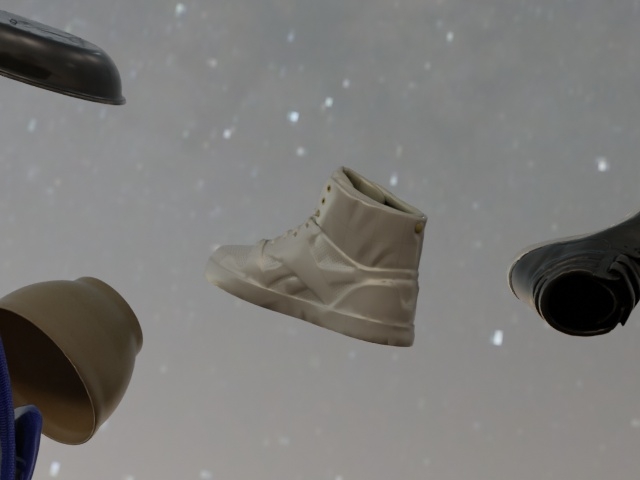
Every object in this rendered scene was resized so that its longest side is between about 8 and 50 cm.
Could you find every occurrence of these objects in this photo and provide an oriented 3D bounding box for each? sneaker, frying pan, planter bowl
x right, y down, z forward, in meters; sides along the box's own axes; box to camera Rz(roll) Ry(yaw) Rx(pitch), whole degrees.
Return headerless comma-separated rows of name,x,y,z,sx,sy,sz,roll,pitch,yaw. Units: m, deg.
sneaker,0.362,0.030,1.966,0.295,0.147,0.105,-19,-68,3
frying pan,-0.301,-0.181,1.514,0.326,0.053,0.197,26,11,35
planter bowl,-0.243,0.102,1.709,0.162,0.109,0.162,26,-42,27
sneaker,0.000,0.000,1.876,0.292,0.169,0.108,15,8,41

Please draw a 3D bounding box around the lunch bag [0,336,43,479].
lunch bag,-0.389,0.153,1.418,0.239,0.385,0.328,-9,-13,-36
